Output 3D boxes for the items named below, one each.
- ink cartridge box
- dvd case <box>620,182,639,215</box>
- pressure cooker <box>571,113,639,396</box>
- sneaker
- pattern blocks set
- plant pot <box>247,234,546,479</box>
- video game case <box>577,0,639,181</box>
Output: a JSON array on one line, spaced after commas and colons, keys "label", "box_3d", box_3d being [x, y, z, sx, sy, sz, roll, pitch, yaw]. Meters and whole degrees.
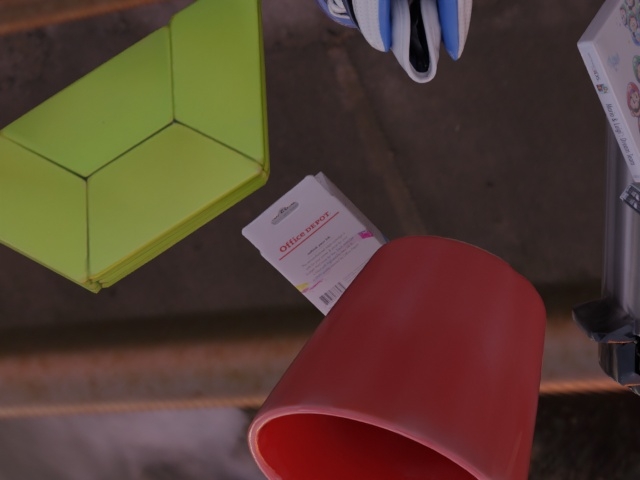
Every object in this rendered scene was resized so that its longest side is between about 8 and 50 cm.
[{"label": "ink cartridge box", "box_3d": [0.000, 0.000, 1.620, 0.104, 0.061, 0.181, -39, 123, 10]}, {"label": "dvd case", "box_3d": [0.226, 0.009, 0.790, 0.119, 0.087, 0.013, 46, 117, 30]}, {"label": "pressure cooker", "box_3d": [0.507, 0.009, 1.722, 0.370, 0.375, 0.420, 9, 115, 30]}, {"label": "sneaker", "box_3d": [0.056, -0.224, 1.344, 0.130, 0.236, 0.323, -1, 154, -9]}, {"label": "pattern blocks set", "box_3d": [-0.107, -0.120, 0.332, 0.285, 0.325, 0.026, 50, 175, 7]}, {"label": "plant pot", "box_3d": [0.099, 0.147, 1.458, 0.275, 0.243, 0.275, 18, 146, 12]}, {"label": "video game case", "box_3d": [0.282, -0.153, 1.279, 0.019, 0.157, 0.143, -5, 125, 39]}]
